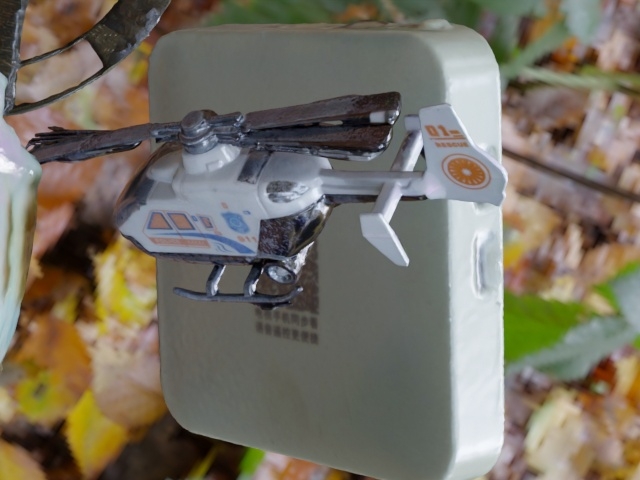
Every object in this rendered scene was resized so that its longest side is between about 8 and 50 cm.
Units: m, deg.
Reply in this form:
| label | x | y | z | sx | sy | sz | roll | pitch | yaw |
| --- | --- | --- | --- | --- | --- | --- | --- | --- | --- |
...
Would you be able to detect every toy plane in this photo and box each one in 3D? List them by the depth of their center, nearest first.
| label | x | y | z | sx | sy | sz | roll | pitch | yaw |
| --- | --- | --- | --- | --- | --- | --- | --- | --- | --- |
| toy plane | -0.016 | -0.018 | 0.654 | 0.078 | 0.197 | 0.053 | 54 | 49 | -38 |

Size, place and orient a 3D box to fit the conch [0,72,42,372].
| label | x | y | z | sx | sy | sz | roll | pitch | yaw |
| --- | --- | --- | --- | --- | --- | --- | --- | --- | --- |
| conch | -0.283 | 0.035 | 0.582 | 0.368 | 0.197 | 0.249 | -26 | 109 | 13 |

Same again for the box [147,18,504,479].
| label | x | y | z | sx | sy | sz | roll | pitch | yaw |
| --- | --- | --- | --- | --- | --- | --- | --- | --- | --- |
| box | 0.000 | 0.000 | 1.491 | 0.090 | 0.367 | 0.373 | -9 | 101 | -44 |

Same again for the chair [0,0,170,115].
| label | x | y | z | sx | sy | sz | roll | pitch | yaw |
| --- | --- | --- | --- | --- | --- | --- | --- | --- | --- |
| chair | -0.142 | -0.174 | 0.882 | 0.149 | 0.174 | 0.213 | -16 | 127 | -50 |
